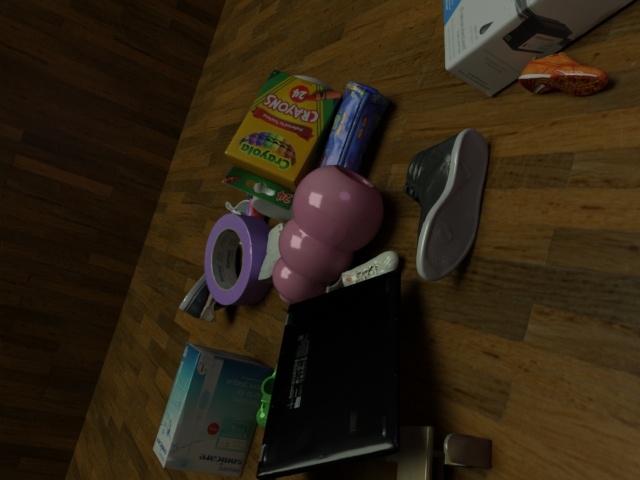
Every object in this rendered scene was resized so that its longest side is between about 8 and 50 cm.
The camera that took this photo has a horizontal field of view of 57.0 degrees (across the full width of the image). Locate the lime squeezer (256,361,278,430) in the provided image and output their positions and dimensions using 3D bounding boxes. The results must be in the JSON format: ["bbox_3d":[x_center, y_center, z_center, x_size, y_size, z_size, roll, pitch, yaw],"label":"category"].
[{"bbox_3d":[-0.099,0.369,1.365,0.058,0.110,0.310,1,80,34],"label":"lime squeezer"}]

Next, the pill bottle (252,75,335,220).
[{"bbox_3d":[-0.071,-0.248,1.624,0.204,0.204,0.361,-20,56,56],"label":"pill bottle"}]

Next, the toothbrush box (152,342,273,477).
[{"bbox_3d":[-0.281,0.443,1.543,0.126,0.216,0.296,9,80,62],"label":"toothbrush box"}]

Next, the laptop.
[{"bbox_3d":[0.020,0.319,1.143,0.407,0.236,0.382,-22,36,25],"label":"laptop"}]

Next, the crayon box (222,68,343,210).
[{"bbox_3d":[-0.096,-0.255,1.477,0.319,0.202,0.081,-64,-14,-15],"label":"crayon box"}]

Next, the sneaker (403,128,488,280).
[{"bbox_3d":[0.215,-0.059,1.109,0.147,0.104,0.296,-10,58,61],"label":"sneaker"}]

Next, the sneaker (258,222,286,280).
[{"bbox_3d":[-0.079,0.022,1.568,0.292,0.108,0.169,-13,64,59],"label":"sneaker"}]

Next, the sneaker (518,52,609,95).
[{"bbox_3d":[0.396,-0.278,0.961,0.067,0.064,0.175,-58,32,3],"label":"sneaker"}]

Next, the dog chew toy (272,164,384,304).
[{"bbox_3d":[0.000,0.000,1.329,0.332,0.206,0.206,-61,29,15],"label":"dog chew toy"}]

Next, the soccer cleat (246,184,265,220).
[{"bbox_3d":[-0.206,-0.098,1.904,0.095,0.083,0.248,7,82,62],"label":"soccer cleat"}]

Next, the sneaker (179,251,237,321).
[{"bbox_3d":[-0.336,0.143,1.953,0.126,0.127,0.321,-51,7,46],"label":"sneaker"}]

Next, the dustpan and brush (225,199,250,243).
[{"bbox_3d":[-0.284,-0.090,2.053,0.147,0.060,0.211,-64,29,12],"label":"dustpan and brush"}]

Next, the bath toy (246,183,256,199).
[{"bbox_3d":[-0.139,-0.289,1.824,0.129,0.151,0.348,-12,59,41],"label":"bath toy"}]

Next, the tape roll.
[{"bbox_3d":[-0.247,0.059,1.787,0.274,0.090,0.275,-7,81,51],"label":"tape roll"}]

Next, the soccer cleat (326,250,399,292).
[{"bbox_3d":[0.090,0.082,1.258,0.196,0.076,0.068,-43,39,41],"label":"soccer cleat"}]

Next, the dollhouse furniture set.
[{"bbox_3d":[0.122,0.407,0.901,0.212,0.161,0.242,-26,51,53],"label":"dollhouse furniture set"}]

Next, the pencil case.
[{"bbox_3d":[0.069,-0.236,1.452,0.133,0.119,0.306,-132,63,-81],"label":"pencil case"}]

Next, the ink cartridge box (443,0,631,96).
[{"bbox_3d":[0.369,-0.441,1.039,0.307,0.129,0.223,-31,46,50],"label":"ink cartridge box"}]
